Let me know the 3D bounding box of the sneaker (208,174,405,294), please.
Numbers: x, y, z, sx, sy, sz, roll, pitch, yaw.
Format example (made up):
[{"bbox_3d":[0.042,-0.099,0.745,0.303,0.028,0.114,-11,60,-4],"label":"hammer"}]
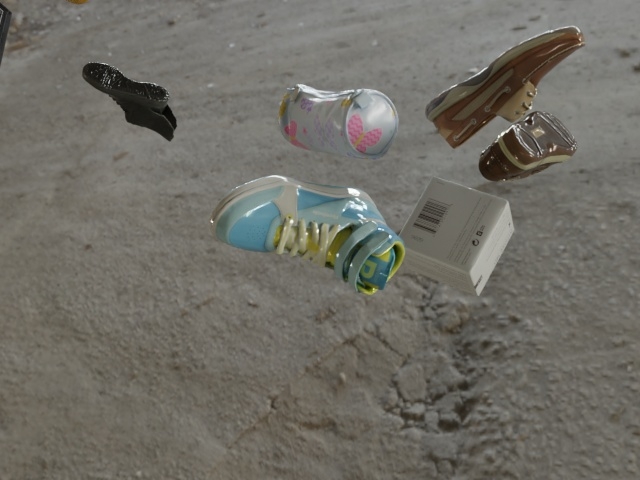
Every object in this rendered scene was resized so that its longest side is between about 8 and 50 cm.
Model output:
[{"bbox_3d":[0.000,0.000,1.130,0.319,0.127,0.208,-4,37,-33],"label":"sneaker"}]

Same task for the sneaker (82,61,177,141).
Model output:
[{"bbox_3d":[-0.316,-0.229,1.199,0.170,0.089,0.051,18,54,-16],"label":"sneaker"}]

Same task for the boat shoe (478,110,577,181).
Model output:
[{"bbox_3d":[0.325,-0.145,1.153,0.257,0.095,0.095,-14,67,-51],"label":"boat shoe"}]

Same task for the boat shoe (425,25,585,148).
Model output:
[{"bbox_3d":[0.352,-0.280,1.344,0.324,0.116,0.123,-30,-5,38],"label":"boat shoe"}]

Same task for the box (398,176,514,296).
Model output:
[{"bbox_3d":[0.282,-0.009,1.507,0.181,0.119,0.181,22,73,30],"label":"box"}]

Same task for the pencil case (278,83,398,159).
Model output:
[{"bbox_3d":[0.026,-0.219,1.303,0.113,0.124,0.273,-18,22,-25],"label":"pencil case"}]

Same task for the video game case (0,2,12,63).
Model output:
[{"bbox_3d":[-0.409,-0.190,0.648,0.035,0.275,0.248,-8,66,19],"label":"video game case"}]

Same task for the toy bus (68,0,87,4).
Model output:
[{"bbox_3d":[-0.251,-0.371,0.730,0.332,0.130,0.108,-14,55,61],"label":"toy bus"}]
